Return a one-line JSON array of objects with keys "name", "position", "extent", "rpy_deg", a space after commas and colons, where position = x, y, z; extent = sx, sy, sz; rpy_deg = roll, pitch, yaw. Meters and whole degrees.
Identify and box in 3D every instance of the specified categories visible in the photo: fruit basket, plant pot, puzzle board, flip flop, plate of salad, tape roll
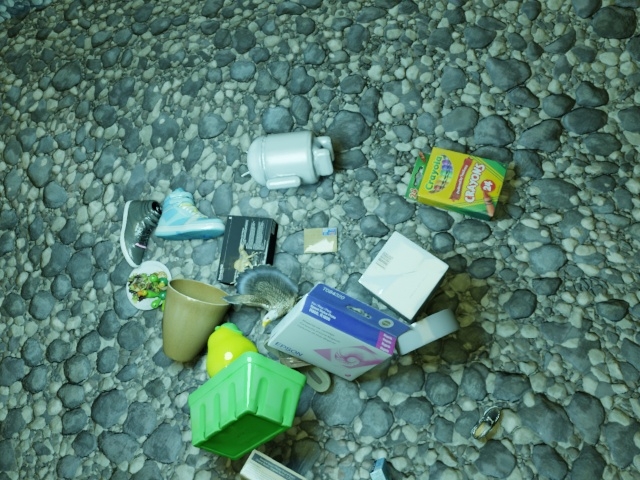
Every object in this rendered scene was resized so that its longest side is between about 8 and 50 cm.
[{"name": "fruit basket", "position": [-0.256, 0.463, 1.409], "extent": [0.283, 0.392, 0.392], "rpy_deg": [35, 83, -27]}, {"name": "plant pot", "position": [-0.475, 0.298, 1.561], "extent": [0.237, 0.237, 0.254], "rpy_deg": [22, 95, 16]}, {"name": "puzzle board", "position": [0.000, 0.000, 1.634], "extent": [0.128, 0.011, 0.096], "rpy_deg": [-4, 74, 10]}, {"name": "flip flop", "position": [-0.078, 0.423, 1.455], "extent": [0.277, 0.080, 0.112], "rpy_deg": [46, 118, -6]}, {"name": "plate of salad", "position": [-0.691, 0.177, 1.715], "extent": [0.200, 0.048, 0.199], "rpy_deg": [-3, 76, 11]}, {"name": "tape roll", "position": [0.335, 0.294, 1.376], "extent": [0.219, 0.219, 0.072], "rpy_deg": [-26, 73, 4]}]

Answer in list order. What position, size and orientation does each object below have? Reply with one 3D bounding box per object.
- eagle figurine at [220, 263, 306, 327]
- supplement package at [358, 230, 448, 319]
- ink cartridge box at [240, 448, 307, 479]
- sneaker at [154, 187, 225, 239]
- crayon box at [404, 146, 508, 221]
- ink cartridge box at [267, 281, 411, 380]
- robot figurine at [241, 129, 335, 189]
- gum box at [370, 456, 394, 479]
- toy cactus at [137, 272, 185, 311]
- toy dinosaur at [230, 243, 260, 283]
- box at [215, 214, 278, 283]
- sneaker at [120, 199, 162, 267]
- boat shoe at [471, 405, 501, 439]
[{"name": "eagle figurine", "position": [-0.166, 0.212, 1.484], "extent": [0.298, 0.225, 0.226], "rpy_deg": [40, 95, 2]}, {"name": "supplement package", "position": [0.273, 0.133, 1.408], "extent": [0.198, 0.262, 0.199], "rpy_deg": [36, 85, 18]}, {"name": "ink cartridge box", "position": [-0.145, 0.778, 1.346], "extent": [0.193, 0.234, 0.088], "rpy_deg": [21, 45, 15]}, {"name": "sneaker", "position": [-0.509, -0.113, 1.693], "extent": [0.319, 0.127, 0.208], "rpy_deg": [-2, 74, 22]}, {"name": "crayon box", "position": [0.482, -0.209, 1.549], "extent": [0.319, 0.081, 0.202], "rpy_deg": [17, 80, 16]}, {"name": "ink cartridge box", "position": [0.049, 0.297, 1.325], "extent": [0.324, 0.330, 0.071], "rpy_deg": [27, 45, -13]}, {"name": "robot figurine", "position": [-0.127, -0.308, 1.640], "extent": [0.354, 0.199, 0.300], "rpy_deg": [-3, 48, 11]}, {"name": "gum box", "position": [0.213, 0.777, 1.310], "extent": [0.041, 0.157, 0.184], "rpy_deg": [-25, 72, 4]}, {"name": "toy cactus", "position": [-0.591, 0.199, 1.645], "extent": [0.112, 0.219, 0.180], "rpy_deg": [-3, 33, 28]}, {"name": "toy dinosaur", "position": [-0.265, 0.091, 1.531], "extent": [0.093, 0.053, 0.183], "rpy_deg": [-6, 47, 8]}, {"name": "box", "position": [-0.274, 0.044, 1.633], "extent": [0.184, 0.103, 0.261], "rpy_deg": [6, 77, 9]}, {"name": "sneaker", "position": [-0.715, -0.042, 1.746], "extent": [0.147, 0.104, 0.295], "rpy_deg": [-13, 69, 14]}, {"name": "boat shoe", "position": [0.525, 0.577, 1.357], "extent": [0.125, 0.038, 0.046], "rpy_deg": [-44, 72, -1]}]
